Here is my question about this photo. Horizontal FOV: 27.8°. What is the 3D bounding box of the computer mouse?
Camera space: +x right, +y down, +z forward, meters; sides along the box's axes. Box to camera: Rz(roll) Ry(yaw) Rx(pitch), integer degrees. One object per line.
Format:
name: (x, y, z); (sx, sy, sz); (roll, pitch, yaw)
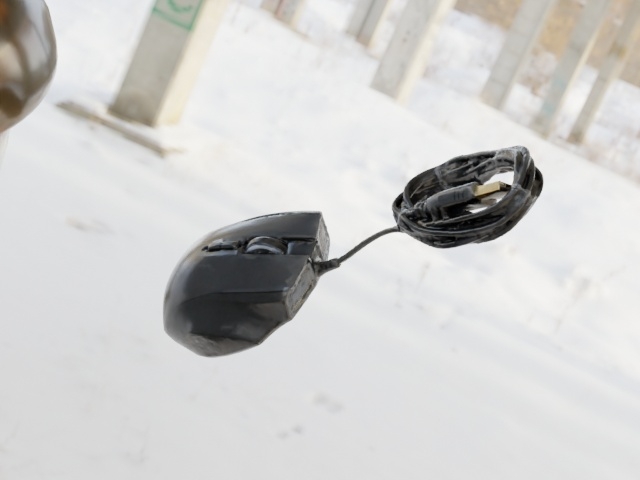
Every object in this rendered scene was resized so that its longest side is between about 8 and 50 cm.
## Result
computer mouse: (0.000, 0.000, 0.590); (0.041, 0.242, 0.071); (45, 47, -21)

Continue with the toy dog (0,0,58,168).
toy dog: (-0.246, 0.044, 0.581); (0.284, 0.408, 0.395); (-1, -9, 43)
